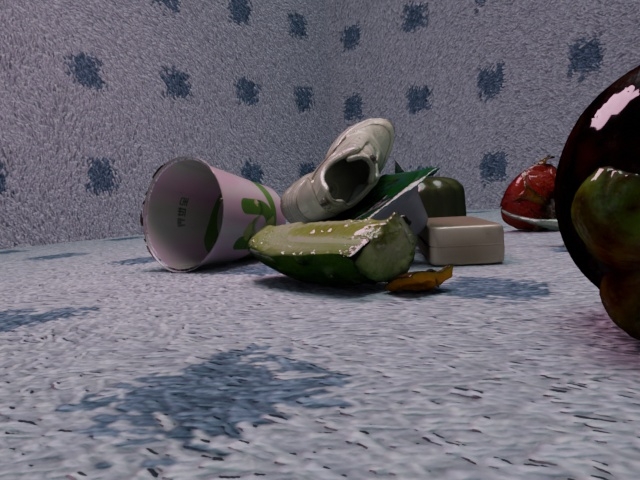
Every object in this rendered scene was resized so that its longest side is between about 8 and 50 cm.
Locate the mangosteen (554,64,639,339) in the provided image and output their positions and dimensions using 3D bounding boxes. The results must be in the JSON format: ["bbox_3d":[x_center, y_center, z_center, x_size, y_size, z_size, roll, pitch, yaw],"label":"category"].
[{"bbox_3d":[0.350,-0.038,0.493,0.288,0.288,0.288,-4,5,0],"label":"mangosteen"}]

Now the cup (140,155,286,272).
[{"bbox_3d":[-0.236,-0.052,1.272,0.253,0.253,0.274,0,-3,32],"label":"cup"}]

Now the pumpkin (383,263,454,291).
[{"bbox_3d":[0.145,0.060,0.790,0.101,0.035,0.073,-11,-3,-32],"label":"pumpkin"}]

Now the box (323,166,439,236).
[{"bbox_3d":[0.110,-0.037,1.161,0.264,0.106,0.337,-37,11,-7],"label":"box"}]

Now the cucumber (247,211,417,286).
[{"bbox_3d":[-0.005,0.026,0.914,0.325,0.105,0.145,2,34,46],"label":"cucumber"}]

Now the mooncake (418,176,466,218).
[{"bbox_3d":[0.277,-0.097,1.649,0.351,0.187,0.351,-3,2,0],"label":"mooncake"}]

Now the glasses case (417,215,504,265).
[{"bbox_3d":[0.290,-0.006,1.171,0.144,0.076,0.336,-2,5,7],"label":"glasses case"}]

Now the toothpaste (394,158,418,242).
[{"bbox_3d":[0.219,-0.083,1.328,0.048,0.074,0.297,-27,-37,-2],"label":"toothpaste"}]

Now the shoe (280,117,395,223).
[{"bbox_3d":[0.078,-0.160,1.190,0.342,0.132,0.210,-45,15,-21],"label":"shoe"}]

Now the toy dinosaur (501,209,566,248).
[{"bbox_3d":[0.577,-0.030,1.168,0.205,0.092,0.393,-8,5,-43],"label":"toy dinosaur"}]

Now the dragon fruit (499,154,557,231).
[{"bbox_3d":[0.661,-0.104,1.597,0.224,0.218,0.148,-40,41,6],"label":"dragon fruit"}]
